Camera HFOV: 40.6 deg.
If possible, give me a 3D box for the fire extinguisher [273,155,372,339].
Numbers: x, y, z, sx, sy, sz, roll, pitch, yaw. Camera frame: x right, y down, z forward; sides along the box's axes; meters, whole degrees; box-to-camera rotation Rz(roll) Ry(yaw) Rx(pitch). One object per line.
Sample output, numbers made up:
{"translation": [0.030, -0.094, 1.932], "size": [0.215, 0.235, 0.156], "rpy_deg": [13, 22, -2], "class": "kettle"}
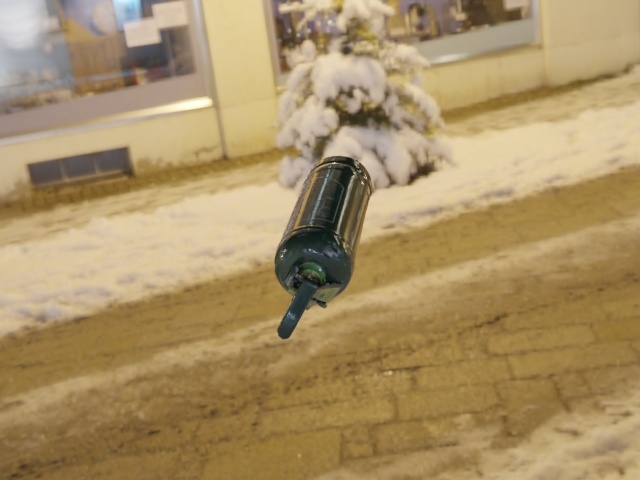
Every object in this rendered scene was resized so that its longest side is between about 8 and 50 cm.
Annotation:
{"translation": [0.000, 0.000, 1.074], "size": [0.095, 0.114, 0.311], "rpy_deg": [30, 27, -7], "class": "fire extinguisher"}
